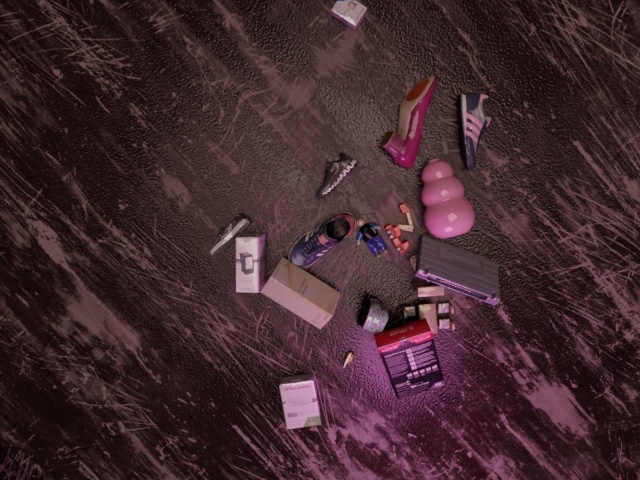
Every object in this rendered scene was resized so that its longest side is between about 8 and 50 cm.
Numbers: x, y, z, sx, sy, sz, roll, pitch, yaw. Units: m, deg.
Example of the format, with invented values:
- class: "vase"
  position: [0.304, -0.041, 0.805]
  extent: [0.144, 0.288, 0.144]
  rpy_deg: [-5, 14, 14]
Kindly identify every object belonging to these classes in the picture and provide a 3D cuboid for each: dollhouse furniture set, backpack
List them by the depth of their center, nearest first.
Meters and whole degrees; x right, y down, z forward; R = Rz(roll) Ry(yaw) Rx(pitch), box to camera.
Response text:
- class: "dollhouse furniture set"
  position: [0.468, 0.298, 1.836]
  extent: [0.213, 0.161, 0.241]
  rpy_deg: [-6, 97, 3]
- class: "backpack"
  position: [0.227, 0.326, 1.840]
  extent: [0.115, 0.182, 0.151]
  rpy_deg: [14, 96, 1]

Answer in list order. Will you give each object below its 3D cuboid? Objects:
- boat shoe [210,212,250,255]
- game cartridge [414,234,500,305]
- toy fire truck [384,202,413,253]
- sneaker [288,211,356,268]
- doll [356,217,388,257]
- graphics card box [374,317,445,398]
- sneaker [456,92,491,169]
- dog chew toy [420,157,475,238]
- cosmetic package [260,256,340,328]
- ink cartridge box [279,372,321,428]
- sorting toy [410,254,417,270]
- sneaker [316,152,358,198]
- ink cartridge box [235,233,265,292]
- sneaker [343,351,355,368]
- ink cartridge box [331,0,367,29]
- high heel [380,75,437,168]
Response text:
- class: "boat shoe"
  position: [-0.416, -0.032, 1.881]
  extent: [0.228, 0.080, 0.076]
  rpy_deg: [-44, 76, 9]
- class: "game cartridge"
  position: [0.578, 0.120, 1.789]
  extent: [0.356, 0.230, 0.068]
  rpy_deg: [20, 131, 0]
- class: "toy fire truck"
  position: [0.357, -0.052, 1.857]
  extent: [0.135, 0.047, 0.191]
  rpy_deg: [-30, 95, 4]
- class: "sneaker"
  position: [0.000, 0.000, 1.827]
  extent: [0.350, 0.148, 0.131]
  rpy_deg: [-41, 94, 7]
- class: "doll"
  position: [0.216, -0.015, 1.868]
  extent: [0.129, 0.046, 0.188]
  rpy_deg: [-33, 95, 5]
- class: "graphics card box"
  position: [0.390, 0.516, 1.825]
  extent: [0.233, 0.094, 0.370]
  rpy_deg: [-20, 122, 5]
- class: "sneaker"
  position: [0.649, -0.457, 1.764]
  extent: [0.131, 0.112, 0.318]
  rpy_deg: [-5, 98, 6]
- class: "dog chew toy"
  position: [0.515, -0.179, 1.767]
  extent: [0.207, 0.206, 0.331]
  rpy_deg: [-15, 87, 4]
- class: "cosmetic package"
  position: [-0.083, 0.226, 1.833]
  extent: [0.310, 0.160, 0.113]
  rpy_deg: [33, 126, -6]
- class: "ink cartridge box"
  position: [-0.091, 0.736, 1.947]
  extent: [0.161, 0.092, 0.219]
  rpy_deg: [-8, 96, 3]
- class: "sorting toy"
  position: [0.441, 0.103, 1.877]
  extent: [0.084, 0.045, 0.075]
  rpy_deg: [-11, 104, 3]
- class: "sneaker"
  position: [0.050, -0.286, 1.830]
  extent: [0.106, 0.078, 0.234]
  rpy_deg: [44, 93, 0]
- class: "ink cartridge box"
  position: [-0.301, 0.092, 1.838]
  extent: [0.100, 0.172, 0.236]
  rpy_deg: [2, 97, 2]
- class: "sneaker"
  position: [0.132, 0.555, 1.947]
  extent: [0.035, 0.031, 0.083]
  rpy_deg: [25, 97, -1]
- class: "ink cartridge box"
  position: [0.120, -0.951, 1.757]
  extent: [0.123, 0.052, 0.088]
  rpy_deg: [33, 97, -3]
- class: "high heel"
  position: [0.410, -0.500, 1.794]
  extent: [0.181, 0.127, 0.377]
  rpy_deg: [33, 93, -31]
